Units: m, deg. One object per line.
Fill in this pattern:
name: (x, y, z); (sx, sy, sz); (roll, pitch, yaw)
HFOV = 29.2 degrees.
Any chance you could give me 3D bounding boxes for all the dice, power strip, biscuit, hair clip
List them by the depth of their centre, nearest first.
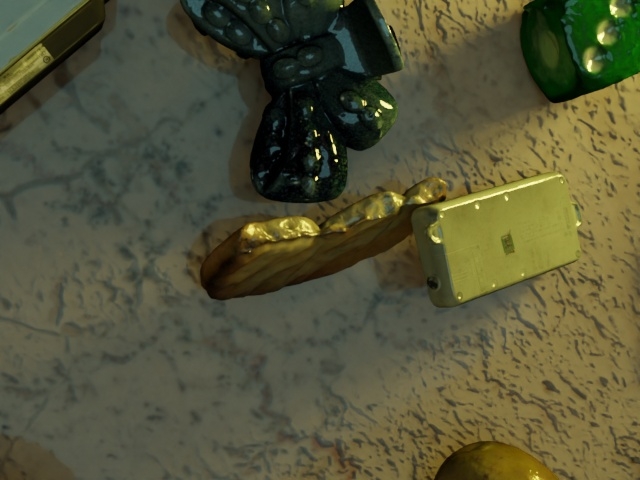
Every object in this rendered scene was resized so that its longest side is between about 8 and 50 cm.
hair clip: (-0.020, -0.200, 1.399); (0.206, 0.194, 0.310); (-21, 95, 0)
biscuit: (0.000, 0.002, 1.421); (0.299, 0.154, 0.045); (-15, 66, -25)
power strip: (0.211, -0.004, 1.453); (0.270, 0.046, 0.118); (-16, 96, -40)
dice: (0.320, -0.245, 1.482); (0.120, 0.131, 0.128); (-22, 95, -12)

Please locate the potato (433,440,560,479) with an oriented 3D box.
potato: (0.220, 0.369, 1.447); (0.229, 0.229, 0.266); (-3, 82, -11)

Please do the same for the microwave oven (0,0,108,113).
microwave oven: (-0.420, -0.254, 1.292); (0.355, 0.218, 0.286); (-43, 100, -7)
